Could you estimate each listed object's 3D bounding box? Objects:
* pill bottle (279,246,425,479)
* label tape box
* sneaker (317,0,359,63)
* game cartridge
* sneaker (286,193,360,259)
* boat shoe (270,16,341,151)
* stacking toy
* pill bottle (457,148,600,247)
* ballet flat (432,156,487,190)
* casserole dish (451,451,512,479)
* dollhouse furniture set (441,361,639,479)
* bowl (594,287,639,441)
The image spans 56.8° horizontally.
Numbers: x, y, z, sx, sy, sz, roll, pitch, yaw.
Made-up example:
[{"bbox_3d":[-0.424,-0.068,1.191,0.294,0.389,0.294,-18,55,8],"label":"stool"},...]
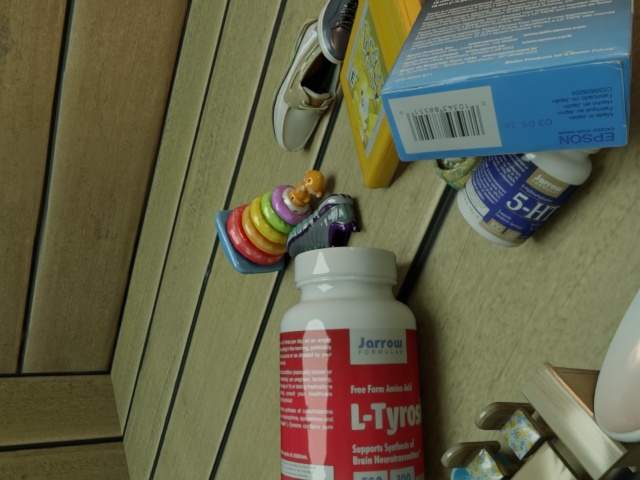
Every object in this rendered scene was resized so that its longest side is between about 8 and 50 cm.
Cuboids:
[{"bbox_3d":[0.047,0.226,0.962,0.229,0.229,0.408,-20,68,58],"label":"pill bottle"},{"bbox_3d":[0.236,-0.242,0.697,0.240,0.106,0.334,0,46,29],"label":"label tape box"},{"bbox_3d":[0.075,-0.467,1.144,0.163,0.086,0.226,-5,70,60],"label":"sneaker"},{"bbox_3d":[0.103,-0.292,1.018,0.324,0.052,0.285,103,159,-62],"label":"game cartridge"},{"bbox_3d":[0.000,0.000,1.232,0.224,0.083,0.098,-48,51,45],"label":"sneaker"},{"bbox_3d":[-0.030,-0.327,1.300,0.103,0.113,0.302,50,132,48],"label":"boat shoe"},{"bbox_3d":[-0.087,-0.065,1.345,0.302,0.165,0.175,-40,66,37],"label":"stacking toy"},{"bbox_3d":[0.269,-0.090,0.745,0.187,0.112,0.112,-57,40,39],"label":"pill bottle"},{"bbox_3d":[0.219,-0.242,0.854,0.123,0.123,0.349,1,86,60],"label":"ballet flat"},{"bbox_3d":[0.243,0.370,0.793,0.114,0.037,0.188,-57,39,39],"label":"casserole dish"},{"bbox_3d":[0.248,0.259,0.639,0.242,0.161,0.212,-60,40,23],"label":"dollhouse furniture set"},{"bbox_3d":[0.361,0.064,0.469,0.134,0.298,0.298,30,119,14],"label":"bowl"}]
